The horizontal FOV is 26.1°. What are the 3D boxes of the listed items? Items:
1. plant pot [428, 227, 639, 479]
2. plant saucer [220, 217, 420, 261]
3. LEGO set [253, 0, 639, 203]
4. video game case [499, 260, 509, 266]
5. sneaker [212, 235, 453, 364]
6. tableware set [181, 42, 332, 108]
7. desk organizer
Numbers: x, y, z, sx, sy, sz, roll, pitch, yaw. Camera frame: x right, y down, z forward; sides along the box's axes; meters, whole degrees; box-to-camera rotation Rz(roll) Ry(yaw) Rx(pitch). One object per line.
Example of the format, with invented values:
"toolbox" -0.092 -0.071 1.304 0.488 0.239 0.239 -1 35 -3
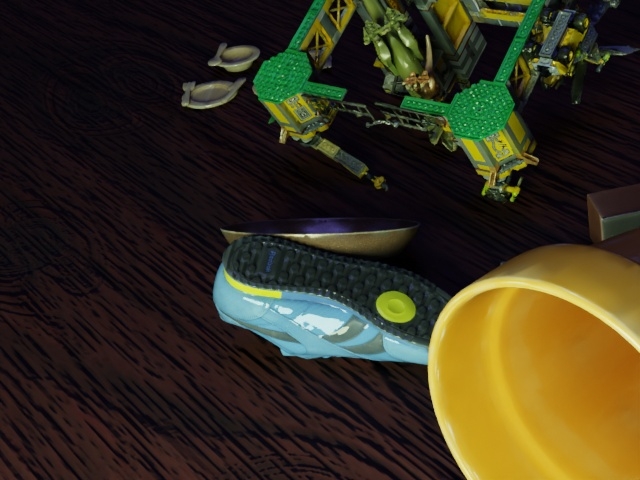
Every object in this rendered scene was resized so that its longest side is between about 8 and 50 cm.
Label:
"plant pot" 0.204 0.076 0.857 0.205 0.205 0.188 20 39 41
"plant saucer" 0.000 0.000 1.160 0.168 0.029 0.168 0 5 0
"LEGO set" 0.122 -0.148 1.334 0.331 0.192 0.255 6 64 31
"video game case" 0.267 0.068 1.020 0.274 0.026 0.196 -3 31 12
"sneaker" 0.017 0.061 1.078 0.209 0.082 0.069 16 44 6
"tableware set" -0.072 -0.188 1.558 0.169 0.020 0.141 0 32 19
"desk organizer" 0.290 -0.022 1.139 0.130 0.047 0.050 -11 28 -1
